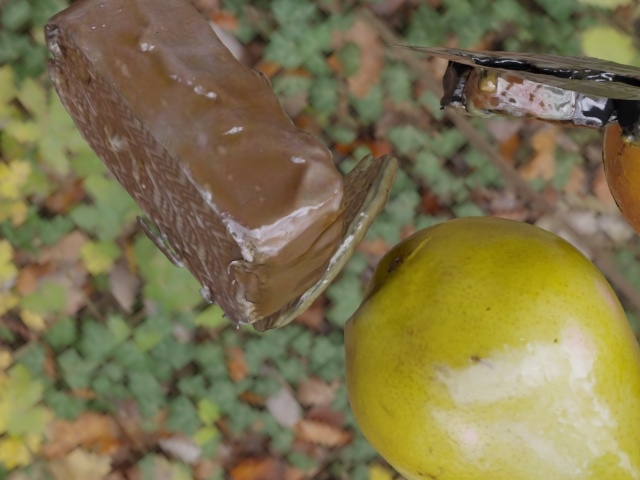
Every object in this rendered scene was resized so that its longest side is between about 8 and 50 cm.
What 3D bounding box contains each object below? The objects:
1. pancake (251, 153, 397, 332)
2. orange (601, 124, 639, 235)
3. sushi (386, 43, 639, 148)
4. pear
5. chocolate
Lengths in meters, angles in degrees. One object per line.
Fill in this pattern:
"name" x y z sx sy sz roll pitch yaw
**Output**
"pancake" 0.000 0.000 1.760 0.212 0.029 0.235 -53 -170 4
"orange" 0.420 -0.093 1.942 0.246 0.246 0.246 -26 144 -21
"sushi" 0.250 -0.120 1.651 0.292 0.294 0.059 -1 104 -37
"pear" 0.180 0.136 1.769 0.285 0.336 0.285 -32 147 -25
"chocolate" -0.075 -0.062 1.136 0.093 0.214 0.148 -33 164 -19
